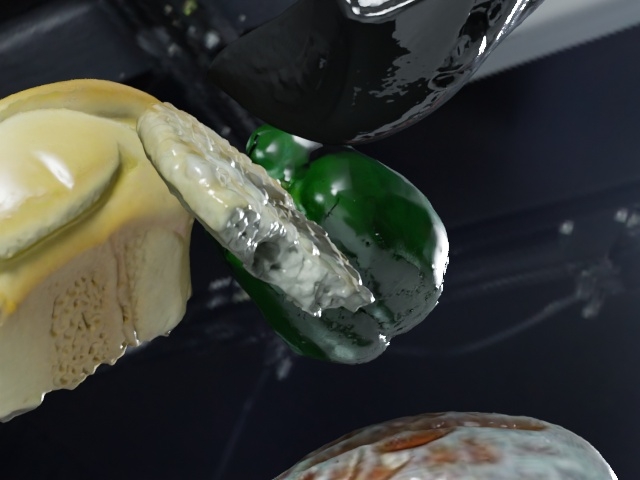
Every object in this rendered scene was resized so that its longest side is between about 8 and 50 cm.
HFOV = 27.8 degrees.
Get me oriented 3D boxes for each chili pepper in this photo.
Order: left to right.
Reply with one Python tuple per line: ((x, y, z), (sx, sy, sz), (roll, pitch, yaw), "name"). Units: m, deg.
((0.000, 0.000, 1.439), (0.249, 0.233, 0.257), (30, -8, 38), "chili pepper")

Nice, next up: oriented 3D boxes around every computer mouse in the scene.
((0.038, -0.106, 0.740), (0.264, 0.147, 0.088), (-28, -101, 63), "computer mouse")

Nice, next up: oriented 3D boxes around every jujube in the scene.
((0.066, 0.251, 0.930), (0.308, 0.215, 0.246), (-7, -80, -4), "jujube")

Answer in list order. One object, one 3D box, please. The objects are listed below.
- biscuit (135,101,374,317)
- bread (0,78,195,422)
((-0.043, -0.017, 0.831), (0.188, 0.265, 0.040), (45, -84, 5), "biscuit")
((-0.270, -0.010, 1.211), (0.211, 0.316, 0.270), (36, -38, 29), "bread")
